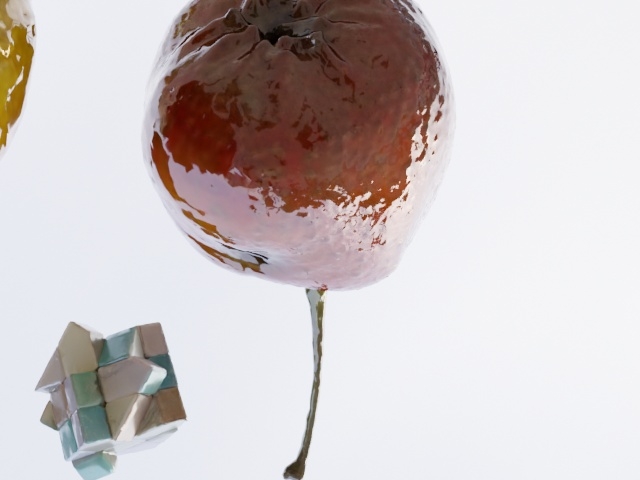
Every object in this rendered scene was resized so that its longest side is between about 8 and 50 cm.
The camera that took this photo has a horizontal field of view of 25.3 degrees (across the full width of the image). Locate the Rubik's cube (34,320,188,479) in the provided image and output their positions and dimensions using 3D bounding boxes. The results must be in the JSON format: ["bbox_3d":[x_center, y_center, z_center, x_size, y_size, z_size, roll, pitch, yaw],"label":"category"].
[{"bbox_3d":[-0.121,0.085,0.790,0.073,0.084,0.075,-9,-124,-27],"label":"Rubik's cube"}]

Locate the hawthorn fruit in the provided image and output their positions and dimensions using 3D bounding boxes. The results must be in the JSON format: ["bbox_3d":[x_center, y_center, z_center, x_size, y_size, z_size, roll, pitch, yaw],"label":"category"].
[{"bbox_3d":[0.000,0.000,0.736,0.165,0.286,0.165,-7,-146,5],"label":"hawthorn fruit"}]

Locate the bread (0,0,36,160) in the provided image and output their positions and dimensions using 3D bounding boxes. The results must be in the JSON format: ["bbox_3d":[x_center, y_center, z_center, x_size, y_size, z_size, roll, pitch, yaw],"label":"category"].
[{"bbox_3d":[-0.294,-0.085,0.506,0.250,0.394,0.361,19,-96,50],"label":"bread"}]
